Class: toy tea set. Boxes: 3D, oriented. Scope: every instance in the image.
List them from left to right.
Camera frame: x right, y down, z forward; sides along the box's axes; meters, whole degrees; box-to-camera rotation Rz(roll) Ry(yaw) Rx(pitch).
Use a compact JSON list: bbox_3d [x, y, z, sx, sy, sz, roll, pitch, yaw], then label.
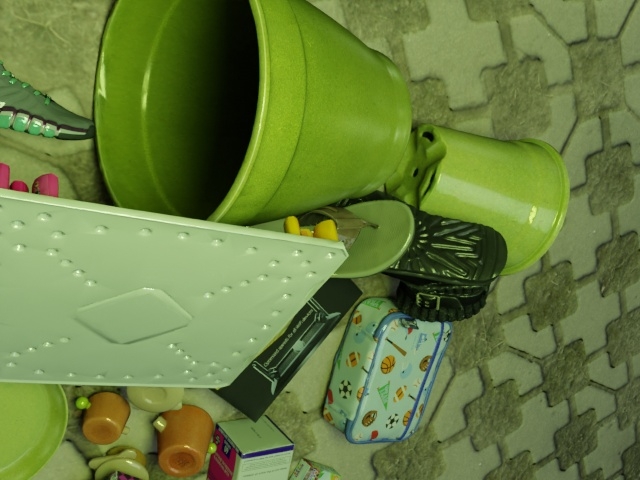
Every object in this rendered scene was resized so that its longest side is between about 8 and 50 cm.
[{"bbox_3d":[-0.293,0.256,1.085,0.200,0.124,0.336,-9,119,0],"label":"toy tea set"}]

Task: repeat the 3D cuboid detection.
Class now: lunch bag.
[{"bbox_3d":[0.147,0.262,1.374,0.243,0.115,0.303,14,100,-40],"label":"lunch bag"}]

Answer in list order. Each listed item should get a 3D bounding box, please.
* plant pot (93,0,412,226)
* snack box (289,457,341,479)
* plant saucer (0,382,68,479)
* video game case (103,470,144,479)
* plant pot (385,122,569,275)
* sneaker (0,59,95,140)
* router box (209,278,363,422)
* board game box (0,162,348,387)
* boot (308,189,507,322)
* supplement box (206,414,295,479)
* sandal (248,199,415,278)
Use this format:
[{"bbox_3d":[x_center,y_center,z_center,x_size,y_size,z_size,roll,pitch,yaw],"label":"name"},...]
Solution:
[{"bbox_3d":[-0.065,-0.181,0.938,0.353,0.366,0.366,-1,108,-45],"label":"plant pot"},{"bbox_3d":[-0.032,0.531,1.391,0.100,0.037,0.141,33,87,-40],"label":"snack box"},{"bbox_3d":[-0.494,0.267,0.971,0.241,0.037,0.241,-13,114,-30],"label":"plant saucer"},{"bbox_3d":[-0.318,0.486,1.121,0.210,0.042,0.232,-41,129,14],"label":"video game case"},{"bbox_3d":[0.268,-0.096,1.253,0.254,0.276,0.276,16,97,-26],"label":"plant pot"},{"bbox_3d":[-0.391,-0.189,0.850,0.224,0.083,0.098,8,97,-36],"label":"sneaker"},{"bbox_3d":[-0.102,0.128,1.166,0.309,0.081,0.243,-49,127,-10],"label":"router box"},{"bbox_3d":[-0.225,0.074,0.814,0.390,0.050,0.390,9,142,-29],"label":"board game box"},{"bbox_3d":[0.145,0.040,1.197,0.260,0.348,0.131,87,23,-70],"label":"boot"},{"bbox_3d":[-0.138,0.453,1.241,0.114,0.111,0.220,1,106,-35],"label":"supplement box"},{"bbox_3d":[-0.001,0.002,1.035,0.303,0.086,0.120,-8,75,-1],"label":"sandal"}]
